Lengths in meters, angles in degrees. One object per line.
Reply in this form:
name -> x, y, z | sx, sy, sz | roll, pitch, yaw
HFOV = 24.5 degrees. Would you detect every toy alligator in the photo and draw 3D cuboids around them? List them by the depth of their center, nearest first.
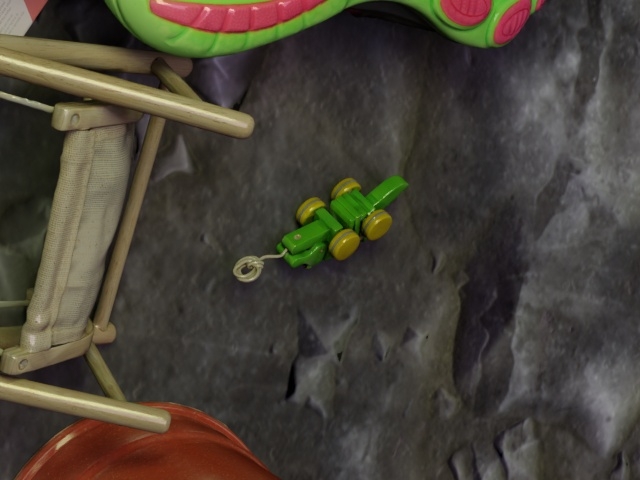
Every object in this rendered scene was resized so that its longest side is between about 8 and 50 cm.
toy alligator -> 0.000, 0.000, 1.291 | 0.189, 0.056, 0.051 | -31, 149, -25

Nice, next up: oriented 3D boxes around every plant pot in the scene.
plant pot -> -0.088, 0.279, 1.133 | 0.272, 0.265, 0.273 | -3, 95, -30

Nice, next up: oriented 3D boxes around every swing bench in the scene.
swing bench -> -0.217, -0.016, 1.056 | 0.254, 0.165, 0.253 | 9, 109, -28

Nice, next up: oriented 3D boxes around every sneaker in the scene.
sneaker -> 0.016, -0.258, 1.188 | 0.482, 0.202, 0.185 | -6, 119, -38

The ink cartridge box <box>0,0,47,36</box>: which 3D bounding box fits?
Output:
ink cartridge box -> -0.297, -0.221, 1.081 | 0.198, 0.067, 0.115 | 39, 74, -29
